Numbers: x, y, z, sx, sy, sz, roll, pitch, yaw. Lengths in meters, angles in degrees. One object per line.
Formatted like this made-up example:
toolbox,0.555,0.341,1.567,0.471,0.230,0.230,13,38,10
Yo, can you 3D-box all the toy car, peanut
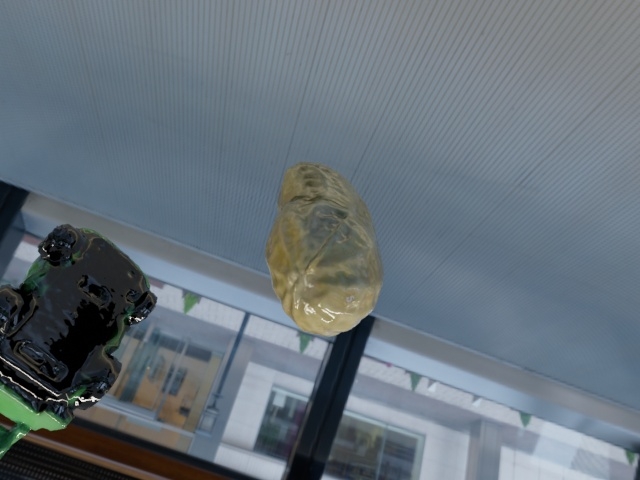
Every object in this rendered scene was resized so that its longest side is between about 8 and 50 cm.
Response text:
toy car,-0.428,0.145,0.823,0.177,0.358,0.213,-29,117,30
peanut,0.005,0.003,0.785,0.174,0.340,0.158,18,118,-7
